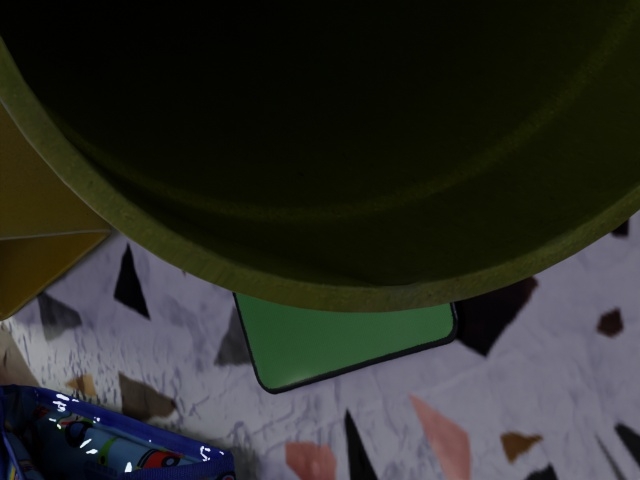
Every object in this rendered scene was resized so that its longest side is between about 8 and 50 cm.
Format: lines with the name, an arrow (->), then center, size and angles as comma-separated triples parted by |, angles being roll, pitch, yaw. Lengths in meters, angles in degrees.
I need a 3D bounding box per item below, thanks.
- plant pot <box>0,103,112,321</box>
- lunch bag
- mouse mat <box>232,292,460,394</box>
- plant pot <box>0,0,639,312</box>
plant pot -> -0.292, -0.052, 1.150 | 0.212, 0.212, 0.187 | -33, 67, 54
lunch bag -> -0.165, 0.226, 1.151 | 0.293, 0.138, 0.221 | 15, 112, 62
mouse mat -> 0.000, 0.000, 0.959 | 0.189, 0.007, 0.152 | -21, 83, 50
plant pot -> -0.035, -0.199, 0.718 | 0.353, 0.366, 0.366 | 32, 124, 57
